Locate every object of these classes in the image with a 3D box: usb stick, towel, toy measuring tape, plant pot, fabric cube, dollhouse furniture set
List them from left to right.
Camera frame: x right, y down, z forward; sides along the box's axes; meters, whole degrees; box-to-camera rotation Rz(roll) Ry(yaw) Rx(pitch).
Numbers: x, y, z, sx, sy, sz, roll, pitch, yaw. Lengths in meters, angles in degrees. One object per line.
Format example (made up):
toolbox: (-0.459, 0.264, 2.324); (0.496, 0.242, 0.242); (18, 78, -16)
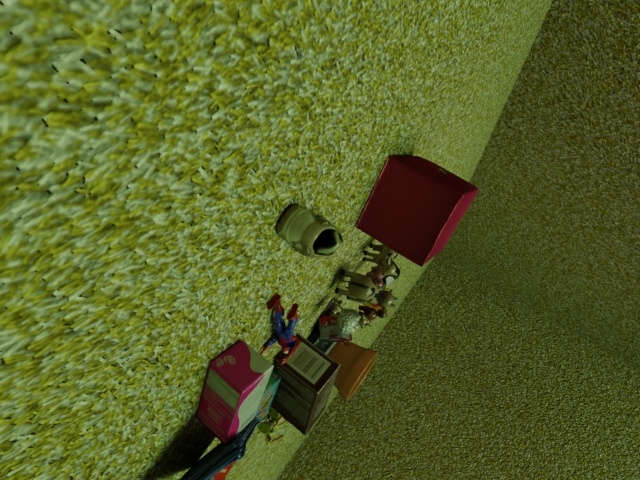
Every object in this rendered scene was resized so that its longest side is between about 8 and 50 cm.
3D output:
towel: (-0.280, 0.587, 1.088); (0.243, 0.040, 0.336); (-36, 170, -8)
usb stick: (-0.002, 0.418, 1.672); (0.077, 0.045, 0.278); (-48, 160, -5)
dollhouse furniture set: (0.086, 0.262, 1.585); (0.091, 0.081, 0.114); (-51, 160, -16)
plant pot: (0.140, 0.660, 2.145); (0.291, 0.203, 0.291); (-48, 159, -25)
toy measuring tape: (0.277, 0.377, 2.175); (0.330, 0.121, 0.121); (-59, 161, 4)
fabric cube: (0.313, -0.109, 1.309); (0.258, 0.254, 0.259); (-18, 138, -58)

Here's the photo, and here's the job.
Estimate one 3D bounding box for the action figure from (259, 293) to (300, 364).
action figure: (-0.118, 0.274, 1.109); (0.139, 0.091, 0.280); (-54, 160, -29)

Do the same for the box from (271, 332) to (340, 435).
box: (-0.067, 0.526, 1.463); (0.143, 0.191, 0.382); (-40, 155, -40)

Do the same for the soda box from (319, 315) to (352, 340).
soda box: (0.065, 0.357, 1.630); (0.263, 0.092, 0.084); (54, 31, -70)

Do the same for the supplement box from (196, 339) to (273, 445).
supplement box: (-0.212, 0.372, 0.996); (0.111, 0.113, 0.220); (-28, 147, -52)

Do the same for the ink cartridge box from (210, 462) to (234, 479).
ink cartridge box: (-0.388, 0.931, 1.519); (0.232, 0.066, 0.189); (-45, 157, -21)

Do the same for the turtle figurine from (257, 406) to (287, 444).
turtle figurine: (-0.166, 0.728, 1.690); (0.269, 0.087, 0.217); (-47, 152, -5)

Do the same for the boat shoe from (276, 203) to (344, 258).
boat shoe: (0.000, 0.000, 0.952); (0.109, 0.098, 0.302); (-57, 161, -1)

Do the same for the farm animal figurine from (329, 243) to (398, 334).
farm animal figurine: (0.196, 0.170, 1.482); (0.326, 0.172, 0.331); (6, 94, -55)

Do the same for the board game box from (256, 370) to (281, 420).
board game box: (-0.218, 0.553, 1.353); (0.160, 0.047, 0.210); (-30, 147, -52)

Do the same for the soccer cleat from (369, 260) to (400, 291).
soccer cleat: (0.283, 0.187, 1.948); (0.116, 0.109, 0.318); (-43, 174, 35)
